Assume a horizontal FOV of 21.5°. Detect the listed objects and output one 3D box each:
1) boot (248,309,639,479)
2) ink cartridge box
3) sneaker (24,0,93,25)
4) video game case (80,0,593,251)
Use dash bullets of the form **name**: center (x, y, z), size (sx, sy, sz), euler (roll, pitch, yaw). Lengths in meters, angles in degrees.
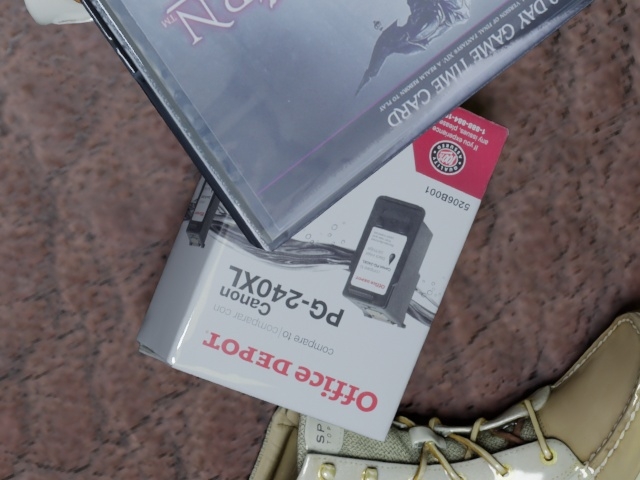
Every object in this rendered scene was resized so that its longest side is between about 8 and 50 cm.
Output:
- **boot**: center (0.065, 0.102, 0.817), size (0.165, 0.077, 0.213), euler (22, 116, -20)
- **ink cartridge box**: center (0.000, 0.000, 0.737), size (0.109, 0.063, 0.150), euler (22, 89, -21)
- **sneaker**: center (-0.044, -0.127, 0.677), size (0.290, 0.106, 0.123), euler (24, 112, -9)
- **video game case**: center (-0.018, -0.161, 0.554), size (0.196, 0.026, 0.274), euler (-38, 109, -11)
